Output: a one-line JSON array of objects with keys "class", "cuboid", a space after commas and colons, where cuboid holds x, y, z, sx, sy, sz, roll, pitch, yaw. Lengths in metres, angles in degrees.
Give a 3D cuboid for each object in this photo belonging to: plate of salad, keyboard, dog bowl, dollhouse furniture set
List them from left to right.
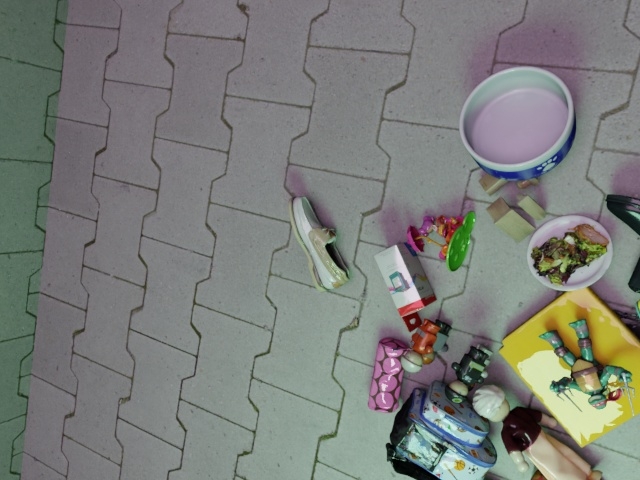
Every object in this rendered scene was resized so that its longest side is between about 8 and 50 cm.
[{"class": "dollhouse furniture set", "cuboid": [0.509, -0.112, 1.488, 0.144, 0.123, 0.151, -43, 40, 23]}, {"class": "dog bowl", "cuboid": [0.484, -0.285, 1.403, 0.264, 0.104, 0.265, -9, 70, 27]}, {"class": "plate of salad", "cuboid": [0.607, 0.026, 1.402, 0.199, 0.048, 0.200, -15, 61, 30]}, {"class": "keyboard", "cuboid": [0.746, 0.222, 1.392, 0.180, 0.023, 0.108, -1, 98, 26]}]

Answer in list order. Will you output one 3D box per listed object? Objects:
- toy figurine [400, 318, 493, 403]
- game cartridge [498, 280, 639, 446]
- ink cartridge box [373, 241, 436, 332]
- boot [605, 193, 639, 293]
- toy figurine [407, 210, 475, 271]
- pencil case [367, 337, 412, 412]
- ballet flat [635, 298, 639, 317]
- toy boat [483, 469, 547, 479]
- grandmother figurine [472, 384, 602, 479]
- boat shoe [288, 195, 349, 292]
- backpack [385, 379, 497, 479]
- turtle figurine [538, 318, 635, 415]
[{"class": "toy figurine", "cuboid": [0.334, 0.314, 1.503, 0.213, 0.209, 0.148, 29, 95, 22]}, {"class": "game cartridge", "cuboid": [0.650, 0.306, 1.418, 0.285, 0.052, 0.324, -45, 75, 25]}, {"class": "ink cartridge box", "cuboid": [0.246, 0.125, 1.579, 0.078, 0.134, 0.231, -27, 82, 25]}, {"class": "boot", "cuboid": [0.760, 0.020, 1.329, 0.246, 0.094, 0.207, 22, 99, 18]}, {"class": "toy figurine", "cuboid": [0.315, -0.019, 1.558, 0.159, 0.130, 0.173, 19, 80, 34]}, {"class": "pencil case", "cuboid": [0.199, 0.393, 1.648, 0.098, 0.095, 0.210, 11, 101, 10]}, {"class": "ballet flat", "cuboid": [0.806, 0.230, 1.293, 0.077, 0.077, 0.231, -37, 69, 51]}, {"class": "toy boat", "cuboid": [0.478, 0.712, 1.491, 0.267, 0.148, 0.318, 48, 113, 17]}, {"class": "grandmother figurine", "cuboid": [0.524, 0.499, 1.427, 0.342, 0.207, 0.104, 43, 123, 17]}, {"class": "boat shoe", "cuboid": [0.000, 0.000, 1.717, 0.103, 0.113, 0.303, -20, 95, 26]}, {"class": "backpack", "cuboid": [0.334, 0.519, 1.506, 0.263, 0.276, 0.213, 38, 109, 7]}, {"class": "turtle figurine", "cuboid": [0.620, 0.312, 1.340, 0.175, 0.118, 0.234, -25, 69, 14]}]
